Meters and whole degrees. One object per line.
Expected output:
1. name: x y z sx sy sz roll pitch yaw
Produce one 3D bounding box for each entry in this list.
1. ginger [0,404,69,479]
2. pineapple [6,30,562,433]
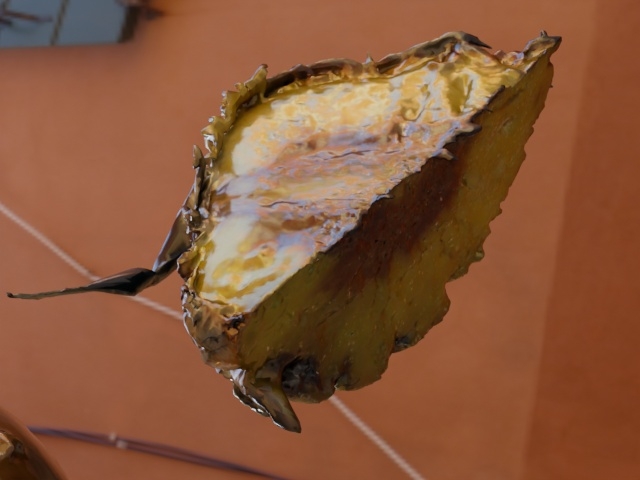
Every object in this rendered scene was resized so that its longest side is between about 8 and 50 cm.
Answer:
1. ginger: -0.231 0.179 0.782 0.200 0.269 0.223 43 -83 -11
2. pineapple: -0.004 -0.003 0.832 0.334 0.158 0.161 -50 -28 -35
